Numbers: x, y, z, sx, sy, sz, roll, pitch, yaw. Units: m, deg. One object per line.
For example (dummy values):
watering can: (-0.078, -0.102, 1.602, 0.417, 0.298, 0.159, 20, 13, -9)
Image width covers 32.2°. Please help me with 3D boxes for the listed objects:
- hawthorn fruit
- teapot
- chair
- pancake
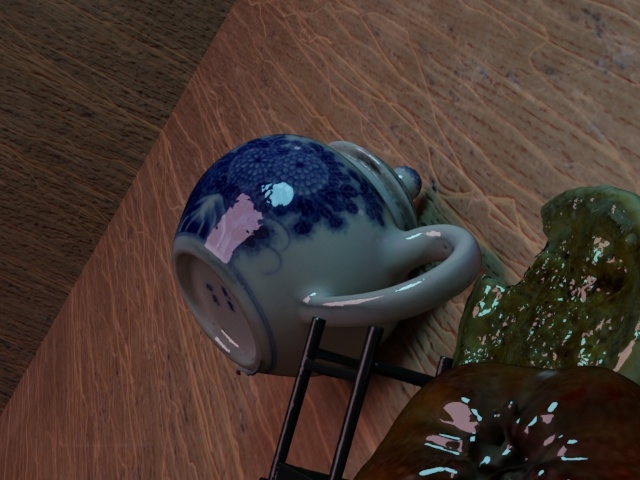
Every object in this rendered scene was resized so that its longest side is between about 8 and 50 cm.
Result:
hawthorn fruit: (0.130, 0.194, 0.630, 0.208, 0.248, 0.208, -17, 33, 11)
teapot: (0.000, 0.000, 1.149, 0.280, 0.252, 0.424, -33, 26, -25)
chair: (0.037, 0.204, 0.864, 0.141, 0.154, 0.260, -3, 70, 69)
pancake: (0.187, 0.067, 0.889, 0.253, 0.037, 0.254, -48, 26, 33)
